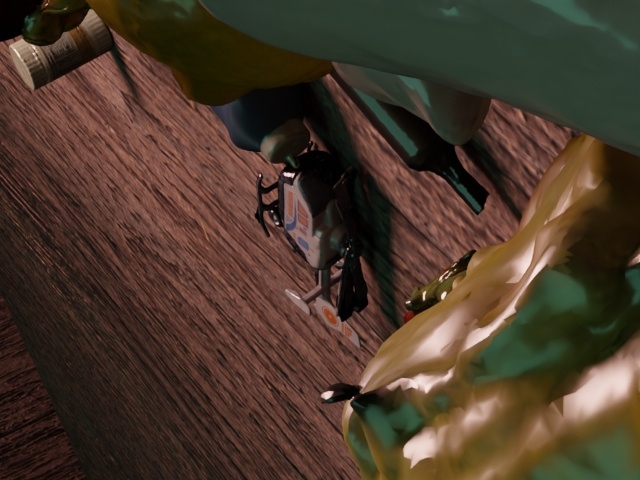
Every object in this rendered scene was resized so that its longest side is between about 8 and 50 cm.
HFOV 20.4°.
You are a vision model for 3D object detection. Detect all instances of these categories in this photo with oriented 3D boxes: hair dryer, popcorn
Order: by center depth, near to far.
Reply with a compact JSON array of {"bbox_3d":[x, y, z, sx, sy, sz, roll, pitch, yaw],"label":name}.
[{"bbox_3d":[0.130,0.068,0.655,0.286,0.215,0.252,-40,39,39],"label":"popcorn"},{"bbox_3d":[0.008,-0.102,1.031,0.248,0.078,0.195,52,165,9],"label":"hair dryer"}]

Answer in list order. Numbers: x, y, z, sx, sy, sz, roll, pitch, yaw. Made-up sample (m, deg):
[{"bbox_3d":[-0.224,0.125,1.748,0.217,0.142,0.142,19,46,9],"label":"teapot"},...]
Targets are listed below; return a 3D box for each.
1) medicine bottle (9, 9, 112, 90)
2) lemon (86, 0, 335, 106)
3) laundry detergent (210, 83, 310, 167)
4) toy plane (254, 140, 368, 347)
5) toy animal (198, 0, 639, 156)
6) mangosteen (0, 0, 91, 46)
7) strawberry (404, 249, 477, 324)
[{"bbox_3d":[-0.233,-0.173,1.603,0.047,0.083,0.047,53,163,24],"label":"medicine bottle"},{"bbox_3d":[-0.034,-0.178,0.818,0.184,0.184,0.248,41,138,50],"label":"lemon"},{"bbox_3d":[-0.071,-0.133,1.213,0.206,0.061,0.097,55,156,17],"label":"laundry detergent"},{"bbox_3d":[-0.001,0.000,1.257,0.078,0.053,0.197,40,152,30],"label":"toy plane"},{"bbox_3d":[0.113,-0.100,0.472,0.265,0.271,0.206,21,115,32],"label":"toy animal"},{"bbox_3d":[-0.249,-0.230,1.445,0.180,0.166,0.166,31,160,4],"label":"mangosteen"},{"bbox_3d":[0.120,0.081,0.977,0.187,0.082,0.146,63,171,-32],"label":"strawberry"}]
